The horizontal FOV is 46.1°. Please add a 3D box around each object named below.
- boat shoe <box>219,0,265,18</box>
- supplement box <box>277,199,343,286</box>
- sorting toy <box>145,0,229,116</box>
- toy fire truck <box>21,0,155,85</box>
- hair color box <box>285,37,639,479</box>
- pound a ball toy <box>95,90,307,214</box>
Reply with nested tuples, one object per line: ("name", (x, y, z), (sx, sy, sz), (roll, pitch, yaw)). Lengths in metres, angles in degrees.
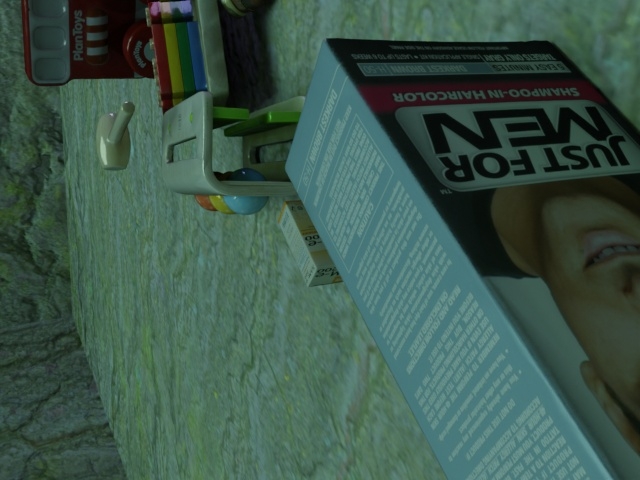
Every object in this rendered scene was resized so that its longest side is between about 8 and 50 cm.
("boat shoe", (-0.097, -0.371, 0.939), (0.060, 0.064, 0.178), (-9, 87, 32))
("supplement box", (0.000, 0.000, 0.832), (0.098, 0.062, 0.036), (63, 147, 32))
("sorting toy", (-0.195, -0.298, 1.041), (0.257, 0.089, 0.255), (175, 87, -80))
("toy fire truck", (-0.368, -0.404, 1.250), (0.169, 0.254, 0.302), (52, 141, 46))
("hair color box", (0.138, 0.040, 0.419), (0.374, 0.185, 0.114), (63, 147, 34))
("pound a ball toy", (-0.157, -0.100, 0.929), (0.319, 0.208, 0.136), (-172, 81, -68))
